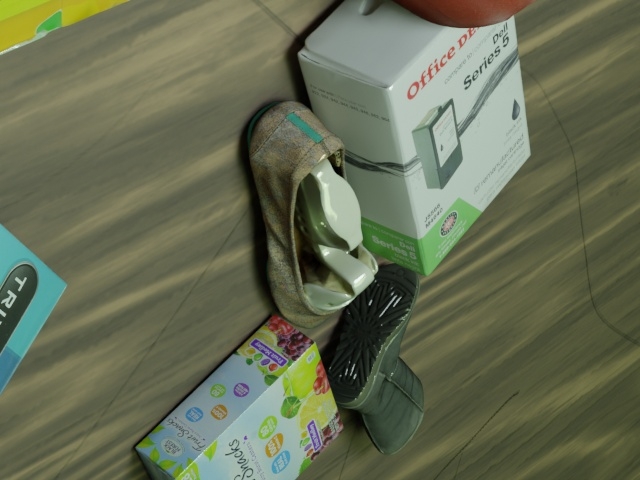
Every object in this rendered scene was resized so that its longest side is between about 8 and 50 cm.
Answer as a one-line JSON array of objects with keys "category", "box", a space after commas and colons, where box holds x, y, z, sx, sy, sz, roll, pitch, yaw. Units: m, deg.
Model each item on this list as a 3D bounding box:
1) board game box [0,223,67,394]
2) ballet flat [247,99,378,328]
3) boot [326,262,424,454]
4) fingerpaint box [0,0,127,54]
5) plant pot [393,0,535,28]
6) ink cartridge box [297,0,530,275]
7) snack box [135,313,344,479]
[{"category": "board game box", "box": [-0.352, 0.055, 1.170, 0.254, 0.079, 0.336, -61, 148, -15]}, {"category": "ballet flat", "box": [0.000, 0.000, 1.597, 0.107, 0.106, 0.316, -45, 145, -22]}, {"category": "boot", "box": [0.085, 0.140, 1.851, 0.190, 0.076, 0.208, -61, 148, -7]}, {"category": "fingerpaint box", "box": [-0.252, -0.300, 0.970, 0.444, 0.163, 0.371, -32, 136, -37]}, {"category": "plant pot", "box": [0.094, -0.311, 1.354, 0.272, 0.272, 0.265, -60, 154, 2]}, {"category": "ink cartridge box", "box": [0.101, -0.133, 1.605, 0.198, 0.114, 0.273, -48, 146, -25]}, {"category": "snack box", "box": [-0.079, 0.208, 1.693, 0.207, 0.070, 0.174, -43, 144, -20]}]
